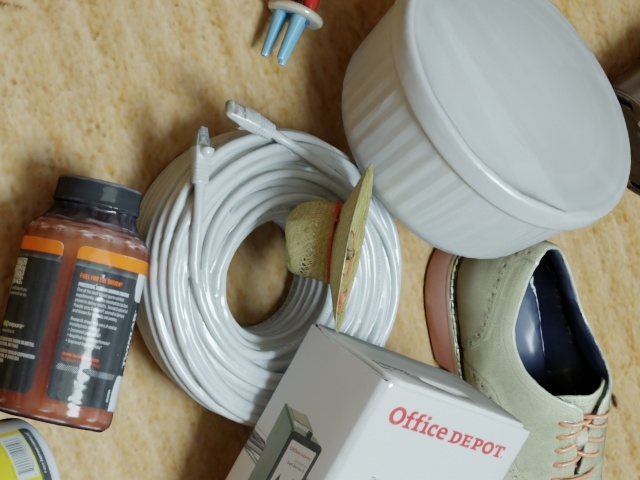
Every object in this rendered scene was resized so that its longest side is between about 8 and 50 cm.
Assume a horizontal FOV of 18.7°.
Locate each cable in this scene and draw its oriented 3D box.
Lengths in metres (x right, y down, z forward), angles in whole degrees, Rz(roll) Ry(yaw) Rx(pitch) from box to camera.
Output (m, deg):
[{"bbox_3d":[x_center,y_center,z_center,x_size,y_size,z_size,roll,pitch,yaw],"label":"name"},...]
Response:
[{"bbox_3d":[-0.048,0.030,1.683,0.257,0.089,0.257,22,82,-35],"label":"cable"}]

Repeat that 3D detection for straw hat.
[{"bbox_3d":[0.000,0.000,1.617,0.061,0.144,0.144,11,86,7],"label":"straw hat"}]

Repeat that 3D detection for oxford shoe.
[{"bbox_3d":[0.207,0.184,1.826,0.140,0.146,0.397,-23,102,-31],"label":"oxford shoe"}]

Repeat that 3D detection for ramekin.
[{"bbox_3d":[0.138,-0.107,1.726,0.273,0.127,0.273,26,46,-31],"label":"ramekin"}]

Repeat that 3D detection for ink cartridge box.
[{"bbox_3d":[0.025,0.230,1.667,0.198,0.115,0.273,23,99,-44],"label":"ink cartridge box"}]

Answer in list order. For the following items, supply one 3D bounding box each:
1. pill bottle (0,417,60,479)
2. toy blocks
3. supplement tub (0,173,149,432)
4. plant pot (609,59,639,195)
[{"bbox_3d":[-0.300,0.204,1.499,0.184,0.103,0.103,-12,100,-38],"label":"pill bottle"},{"bbox_3d":[-0.037,-0.239,1.692,0.123,0.054,0.148,29,77,-34],"label":"toy blocks"},{"bbox_3d":[-0.198,0.049,1.566,0.106,0.106,0.198,16,85,-35],"label":"supplement tub"},{"bbox_3d":[0.366,-0.132,1.932,0.165,0.167,0.167,-30,110,-21],"label":"plant pot"}]
